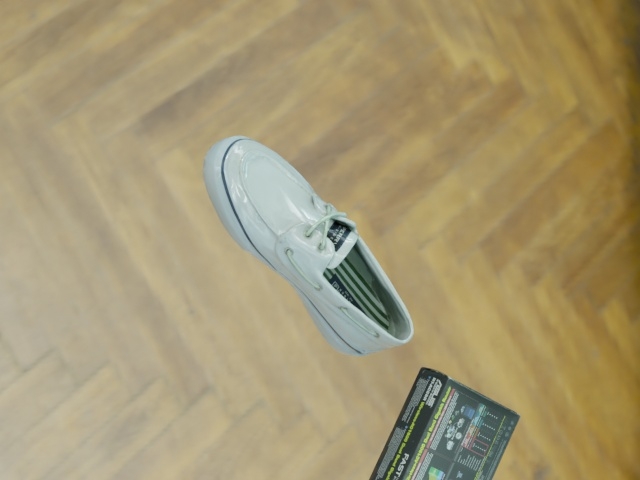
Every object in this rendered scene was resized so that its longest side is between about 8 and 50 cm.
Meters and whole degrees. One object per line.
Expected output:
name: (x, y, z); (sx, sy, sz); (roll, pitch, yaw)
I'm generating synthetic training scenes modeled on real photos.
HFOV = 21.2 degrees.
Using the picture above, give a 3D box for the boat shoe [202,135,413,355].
boat shoe: (0.000, 0.000, 1.372); (0.226, 0.076, 0.083); (49, 55, -27)

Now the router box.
router box: (0.097, 0.175, 1.378); (0.092, 0.038, 0.122); (30, 82, -37)
